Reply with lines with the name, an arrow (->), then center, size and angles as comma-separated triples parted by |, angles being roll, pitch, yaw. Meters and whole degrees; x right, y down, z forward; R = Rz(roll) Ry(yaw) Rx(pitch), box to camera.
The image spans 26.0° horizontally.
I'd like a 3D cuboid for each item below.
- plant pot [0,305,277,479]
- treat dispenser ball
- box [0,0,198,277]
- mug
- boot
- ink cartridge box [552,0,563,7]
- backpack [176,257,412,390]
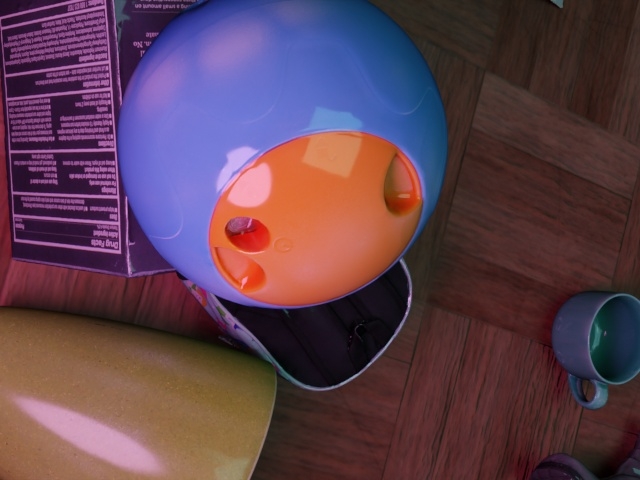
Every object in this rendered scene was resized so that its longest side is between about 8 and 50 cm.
plant pot -> -0.240, 0.191, 1.478 | 0.293, 0.275, 0.275 | 28, 76, -13
treat dispenser ball -> -0.033, -0.084, 1.211 | 0.288, 0.288, 0.288 | -2, 93, -34
box -> -0.198, -0.122, 1.450 | 0.183, 0.296, 0.294 | -5, 96, -34
mug -> 0.385, 0.145, 1.978 | 0.158, 0.097, 0.129 | -46, 116, -23
boot -> 0.441, 0.349, 2.030 | 0.222, 0.118, 0.338 | -57, 130, -22
ink cartridge box -> 0.279, -0.443, 1.922 | 0.225, 0.056, 0.181 | 21, 80, -52
backpack -> -0.027, 0.044, 1.633 | 0.225, 0.191, 0.253 | -46, 106, -14
